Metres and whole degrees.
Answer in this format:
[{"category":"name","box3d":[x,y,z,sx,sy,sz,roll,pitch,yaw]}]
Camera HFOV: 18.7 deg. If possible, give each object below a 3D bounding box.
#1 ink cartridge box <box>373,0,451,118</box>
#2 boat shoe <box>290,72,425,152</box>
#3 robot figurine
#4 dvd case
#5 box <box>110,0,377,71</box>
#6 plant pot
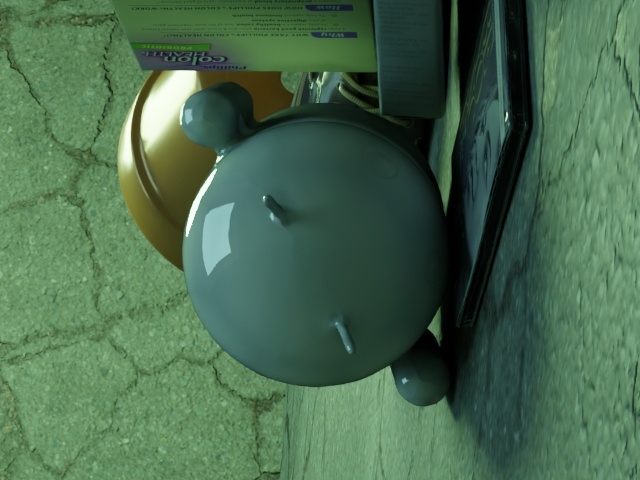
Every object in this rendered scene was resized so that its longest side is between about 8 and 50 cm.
[{"category":"ink cartridge box","box3d":[0.075,-0.309,1.553,0.307,0.072,0.303,82,-169,-53]},{"category":"boat shoe","box3d":[0.038,-0.148,1.773,0.130,0.132,0.355,110,163,-76]},{"category":"robot figurine","box3d":[0.000,0.000,1.511,0.200,0.300,0.353,-42,4,7]},{"category":"dvd case","box3d":[0.115,-0.068,1.361,0.221,0.018,0.164,100,174,-51]},{"category":"box","box3d":[-0.061,-0.237,1.596,0.243,0.213,0.117,74,-163,-71]},{"category":"plant pot","box3d":[-0.045,-0.116,1.947,0.203,0.291,0.291,120,156,-60]}]
